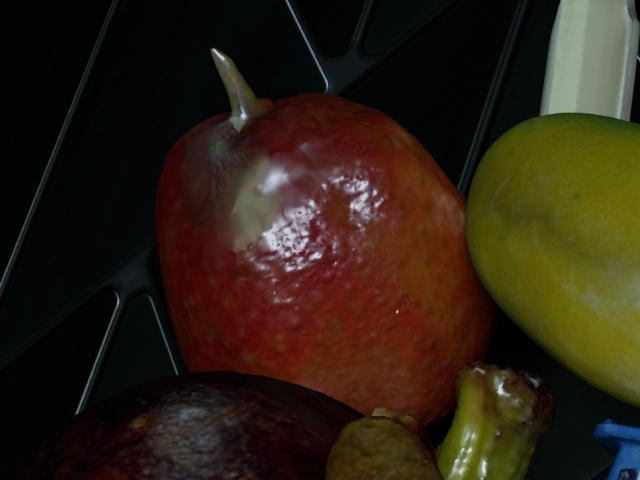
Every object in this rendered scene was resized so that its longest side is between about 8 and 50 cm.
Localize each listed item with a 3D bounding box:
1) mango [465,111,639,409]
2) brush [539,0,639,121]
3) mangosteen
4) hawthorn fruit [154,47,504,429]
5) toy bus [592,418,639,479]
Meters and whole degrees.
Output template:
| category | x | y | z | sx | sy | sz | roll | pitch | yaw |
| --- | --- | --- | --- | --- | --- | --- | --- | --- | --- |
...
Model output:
| category | x | y | z | sx | sy | sz | roll | pitch | yaw |
| --- | --- | --- | --- | --- | --- | --- | --- | --- | --- |
| mango | 0.158 | 0.001 | 0.920 | 0.156 | 0.114 | 0.251 | -29 | 40 | -19 |
| brush | 0.171 | -0.155 | 1.108 | 0.060 | 0.050 | 0.321 | -1 | 72 | 36 |
| mangosteen | -0.022 | 0.200 | 0.895 | 0.293 | 0.297 | 0.297 | -13 | 49 | -9 |
| hawthorn fruit | 0.000 | 0.000 | 1.034 | 0.190 | 0.251 | 0.189 | -13 | 35 | 9 |
| toy bus | 0.237 | 0.184 | 0.784 | 0.288 | 0.138 | 0.175 | 7 | 71 | 41 |
